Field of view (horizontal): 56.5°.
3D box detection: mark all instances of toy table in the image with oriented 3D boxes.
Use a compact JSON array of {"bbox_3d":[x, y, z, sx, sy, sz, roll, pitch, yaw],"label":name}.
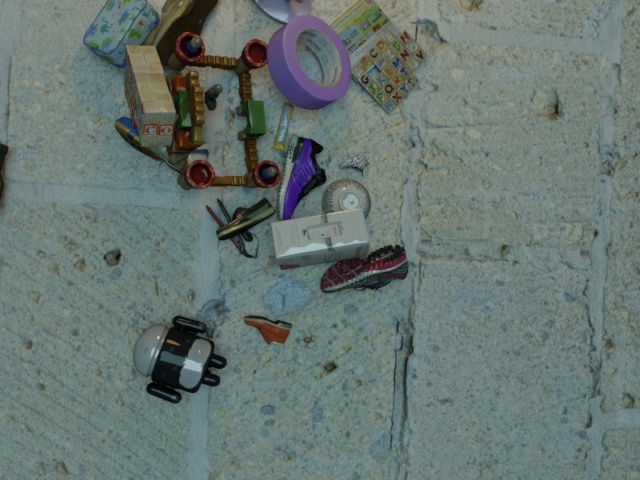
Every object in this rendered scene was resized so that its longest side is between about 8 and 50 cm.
[{"bbox_3d":[-0.135,-0.828,1.880,0.274,0.161,0.252,37,85,-5],"label":"toy table"}]

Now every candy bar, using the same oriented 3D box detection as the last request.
[{"bbox_3d":[-0.121,-0.374,1.948,0.040,0.018,0.161,14,88,-7],"label":"candy bar"}]

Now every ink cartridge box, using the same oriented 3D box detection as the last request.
[{"bbox_3d":[0.000,0.000,1.846,0.283,0.207,0.117,-9,77,-1],"label":"ink cartridge box"}]

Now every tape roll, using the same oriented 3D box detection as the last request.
[{"bbox_3d":[-0.032,-0.552,1.856,0.274,0.090,0.275,10,74,-38],"label":"tape roll"}]

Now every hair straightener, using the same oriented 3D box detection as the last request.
[{"bbox_3d":[-0.266,-0.042,1.910,0.089,0.047,0.230,-37,94,-6],"label":"hair straightener"}]

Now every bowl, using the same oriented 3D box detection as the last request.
[{"bbox_3d":[0.091,-0.124,1.942,0.170,0.080,0.170,0,89,-8],"label":"bowl"}]

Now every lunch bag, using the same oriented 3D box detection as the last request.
[{"bbox_3d":[-0.612,-0.652,1.823,0.176,0.090,0.219,28,83,26],"label":"lunch bag"}]

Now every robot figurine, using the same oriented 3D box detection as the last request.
[{"bbox_3d":[-0.431,0.363,1.825,0.278,0.209,0.174,20,124,-7],"label":"robot figurine"}]

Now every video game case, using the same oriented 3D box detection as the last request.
[{"bbox_3d":[0.135,-0.675,1.981,0.227,0.026,0.206,-42,95,-5],"label":"video game case"}]

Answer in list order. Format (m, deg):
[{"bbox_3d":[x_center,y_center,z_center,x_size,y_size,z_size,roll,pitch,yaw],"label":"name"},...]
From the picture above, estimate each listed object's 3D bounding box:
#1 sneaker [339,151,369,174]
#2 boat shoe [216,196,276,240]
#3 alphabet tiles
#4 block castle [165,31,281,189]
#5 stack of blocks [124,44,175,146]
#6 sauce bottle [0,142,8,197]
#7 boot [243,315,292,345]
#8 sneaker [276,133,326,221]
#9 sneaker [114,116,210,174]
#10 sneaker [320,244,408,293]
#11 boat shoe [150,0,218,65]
[{"bbox_3d":[0.116,-0.243,1.967,0.098,0.038,0.069,-29,92,-6],"label":"sneaker"},{"bbox_3d":[-0.243,-0.071,1.873,0.223,0.080,0.073,-29,85,-34],"label":"boat shoe"},{"bbox_3d":[0.242,-0.575,1.984,0.198,0.009,0.237,44,86,-14],"label":"alphabet tiles"},{"bbox_3d":[-0.290,-0.375,1.781,0.303,0.213,0.453,-4,89,-30],"label":"block castle"},{"bbox_3d":[-0.505,-0.410,1.746,0.087,0.171,0.297,-7,54,-25],"label":"stack of blocks"},{"bbox_3d":[-1.016,-0.129,1.780,0.111,0.111,0.344,17,87,-7],"label":"sauce bottle"},{"bbox_3d":[-0.178,0.290,1.915,0.158,0.059,0.085,17,92,-8],"label":"boot"},{"bbox_3d":[-0.054,-0.188,1.912,0.146,0.102,0.293,12,88,-8],"label":"sneaker"},{"bbox_3d":[-0.489,-0.316,1.864,0.296,0.112,0.131,30,77,-15],"label":"sneaker"},{"bbox_3d":[0.145,0.118,1.934,0.299,0.121,0.112,-17,121,0],"label":"sneaker"},{"bbox_3d":[-0.436,-0.704,1.873,0.110,0.121,0.341,31,84,29],"label":"boat shoe"}]
